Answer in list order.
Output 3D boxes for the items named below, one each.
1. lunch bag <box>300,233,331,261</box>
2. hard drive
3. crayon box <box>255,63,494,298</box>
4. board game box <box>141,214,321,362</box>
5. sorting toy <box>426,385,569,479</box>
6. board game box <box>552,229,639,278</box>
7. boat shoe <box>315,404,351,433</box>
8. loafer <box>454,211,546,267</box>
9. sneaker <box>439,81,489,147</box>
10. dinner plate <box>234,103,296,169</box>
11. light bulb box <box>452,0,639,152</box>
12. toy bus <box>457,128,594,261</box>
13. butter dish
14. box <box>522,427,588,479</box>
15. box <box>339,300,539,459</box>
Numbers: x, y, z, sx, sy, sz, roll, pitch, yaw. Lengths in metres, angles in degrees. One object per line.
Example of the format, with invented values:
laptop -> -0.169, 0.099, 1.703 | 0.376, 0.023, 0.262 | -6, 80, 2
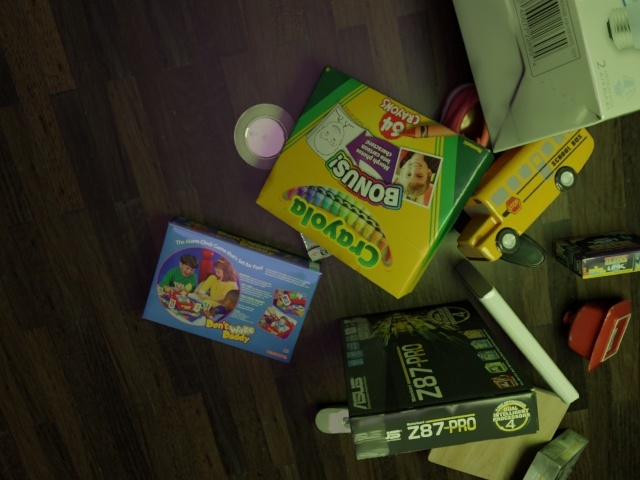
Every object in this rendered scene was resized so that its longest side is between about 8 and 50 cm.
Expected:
lunch bag -> 0.000, 0.000, 1.149 | 0.071, 0.053, 0.083 | -17, 108, 8
hard drive -> 0.422, 0.191, 1.123 | 0.040, 0.203, 0.307 | -40, 101, 9
crayon box -> 0.095, -0.118, 1.017 | 0.363, 0.106, 0.313 | 34, 103, 19
board game box -> -0.197, 0.112, 1.163 | 0.347, 0.078, 0.233 | 19, 104, -5
sorting toy -> 0.416, 0.438, 1.247 | 0.255, 0.089, 0.257 | 19, 104, -5
board game box -> 0.618, 0.027, 1.114 | 0.170, 0.141, 0.048 | -9, 105, 1
boat shoe -> 0.102, 0.432, 1.251 | 0.227, 0.081, 0.079 | 2, 85, 5
loafer -> 0.403, 0.005, 1.139 | 0.223, 0.078, 0.076 | 25, 104, -7
sneaker -> 0.273, -0.171, 1.063 | 0.116, 0.136, 0.314 | 13, 105, -3
dinner plate -> -0.117, -0.222, 1.109 | 0.141, 0.017, 0.141 | 0, 104, 1
light bulb box -> 0.449, -0.377, 0.871 | 0.361, 0.225, 0.358 | -20, 97, -25
toy bus -> 0.401, -0.107, 1.044 | 0.332, 0.108, 0.130 | -44, 99, -8
butter dish -> 0.619, 0.197, 1.179 | 0.160, 0.118, 0.160 | -4, 111, -45
box -> 0.544, 0.562, 1.225 | 0.056, 0.231, 0.183 | 32, 108, 38
box -> 0.206, 0.257, 1.042 | 0.318, 0.395, 0.097 | -10, 106, 3
